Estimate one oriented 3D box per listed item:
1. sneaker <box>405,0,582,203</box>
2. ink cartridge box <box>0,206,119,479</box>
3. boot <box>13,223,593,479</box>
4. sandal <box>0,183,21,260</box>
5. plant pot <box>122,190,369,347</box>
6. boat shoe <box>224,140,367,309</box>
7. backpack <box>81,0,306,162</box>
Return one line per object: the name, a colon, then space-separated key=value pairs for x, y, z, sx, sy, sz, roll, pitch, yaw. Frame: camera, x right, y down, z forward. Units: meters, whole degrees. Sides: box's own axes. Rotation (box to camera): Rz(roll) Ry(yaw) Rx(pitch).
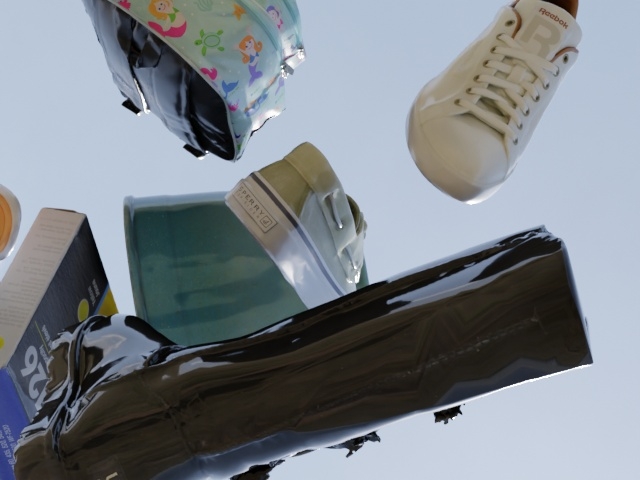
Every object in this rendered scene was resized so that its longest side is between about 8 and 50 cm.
sneaker: x=0.160 y=-0.147 z=1.301 sx=0.123 sy=0.106 sz=0.290 roll=-55 pitch=-177 yaw=40
ink cartridge box: x=-0.298 y=0.176 z=1.595 sx=0.072 sy=0.303 sz=0.307 roll=6 pitch=-133 yaw=14
boot: x=-0.008 y=0.087 z=1.248 sx=0.445 sy=0.146 sz=0.367 roll=-24 pitch=-162 yaw=6
sandal: x=-0.400 y=-0.046 z=1.483 sx=0.265 sy=0.076 sz=0.101 roll=15 pitch=-89 yaw=42
plant pot: x=-0.074 y=0.062 z=1.676 sx=0.255 sy=0.271 sz=0.271 roll=-10 pitch=-130 yaw=-2
boat shoe: x=0.000 y=0.000 z=1.352 sx=0.094 sy=0.302 sz=0.109 roll=-37 pitch=-108 yaw=-1
backpack: x=-0.135 y=-0.220 z=1.555 sx=0.225 sy=0.253 sz=0.191 roll=37 pitch=-97 yaw=14
